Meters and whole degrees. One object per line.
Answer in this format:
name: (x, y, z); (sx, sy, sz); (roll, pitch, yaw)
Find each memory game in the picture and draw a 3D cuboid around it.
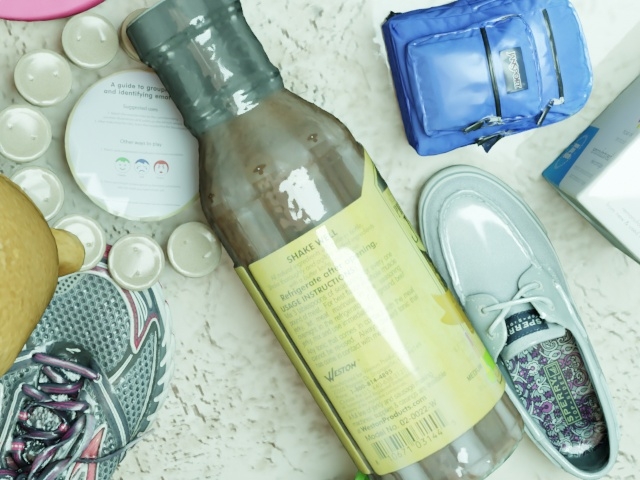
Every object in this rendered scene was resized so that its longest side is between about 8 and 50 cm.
memory game: (-0.116, -0.059, 0.805); (0.186, 0.012, 0.186); (2, 83, -20)

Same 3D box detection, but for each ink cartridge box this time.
ink cartridge box: (0.251, -0.091, 0.770); (0.078, 0.134, 0.231); (43, 97, -6)

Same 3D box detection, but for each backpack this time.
backpack: (0.109, -0.105, 0.788); (0.120, 0.101, 0.098); (-13, 106, -1)

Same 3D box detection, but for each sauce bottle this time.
sauce bottle: (0.000, 0.000, 0.775); (0.111, 0.111, 0.344); (-30, 97, 5)

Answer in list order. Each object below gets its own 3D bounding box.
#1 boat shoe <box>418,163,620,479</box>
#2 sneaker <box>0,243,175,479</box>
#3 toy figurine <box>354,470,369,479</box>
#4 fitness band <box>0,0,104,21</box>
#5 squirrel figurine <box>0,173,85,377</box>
boat shoe: (0.137, 0.054, 0.823); (0.079, 0.081, 0.227); (-28, 99, 5)
sneaker: (-0.180, 0.145, 0.825); (0.121, 0.112, 0.299); (19, 96, -1)
toy figurine: (-0.041, 0.229, 0.855); (0.159, 0.130, 0.173); (0, 120, 14)
fitness band: (-0.219, -0.271, 0.786); (0.291, 0.054, 0.209); (43, 98, -5)
squirrel figurine: (-0.321, 0.070, 0.734); (0.370, 0.281, 0.397); (-2, 117, 9)
